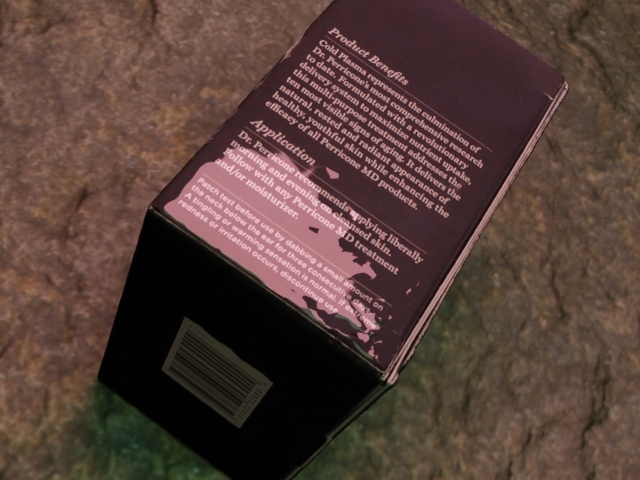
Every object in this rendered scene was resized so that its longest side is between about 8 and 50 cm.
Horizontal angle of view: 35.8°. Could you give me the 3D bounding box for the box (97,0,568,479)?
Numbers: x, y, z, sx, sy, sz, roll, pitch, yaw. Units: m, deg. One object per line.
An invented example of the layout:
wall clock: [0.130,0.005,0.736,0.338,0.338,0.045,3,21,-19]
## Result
box: [0.000,0.000,1.226,0.297,0.480,0.472,36,57,3]
